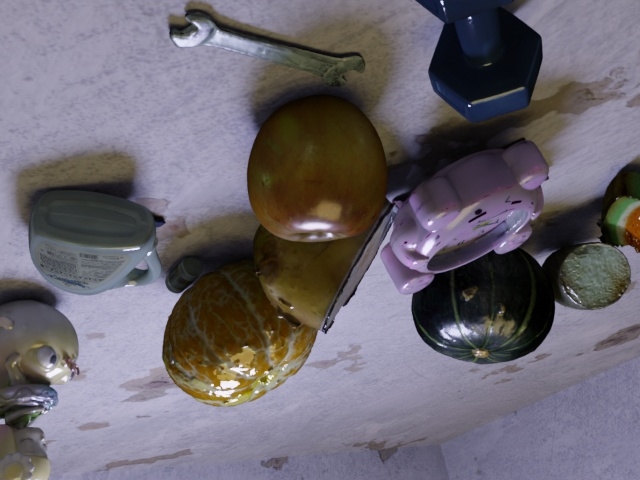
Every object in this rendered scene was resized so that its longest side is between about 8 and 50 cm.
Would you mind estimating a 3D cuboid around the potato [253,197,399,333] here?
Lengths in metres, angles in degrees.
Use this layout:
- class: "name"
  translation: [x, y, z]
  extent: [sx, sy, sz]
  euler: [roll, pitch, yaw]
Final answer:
- class: "potato"
  translation: [0.000, 0.000, 1.567]
  extent: [0.299, 0.196, 0.246]
  euler: [-48, 167, -51]

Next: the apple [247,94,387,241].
- class: "apple"
  translation: [0.000, -0.107, 1.346]
  extent: [0.237, 0.207, 0.237]
  euler: [0, 170, 0]

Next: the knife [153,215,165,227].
- class: "knife"
  translation: [-0.311, -0.038, 1.522]
  extent: [0.031, 0.018, 0.121]
  euler: [-29, 152, 26]

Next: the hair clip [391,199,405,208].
- class: "hair clip"
  translation: [0.205, -0.076, 1.704]
  extent: [0.137, 0.022, 0.054]
  euler: [-13, 153, 0]

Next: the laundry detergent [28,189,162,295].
- class: "laundry detergent"
  translation: [-0.376, 0.027, 1.496]
  extent: [0.215, 0.105, 0.280]
  euler: [7, 151, -6]

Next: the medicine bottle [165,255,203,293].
- class: "medicine bottle"
  translation: [-0.269, 0.069, 1.743]
  extent: [0.047, 0.047, 0.083]
  euler: [4, 150, -34]

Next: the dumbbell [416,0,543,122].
- class: "dumbbell"
  translation: [0.193, -0.281, 1.099]
  extent: [0.144, 0.160, 0.325]
  euler: [12, 163, 22]

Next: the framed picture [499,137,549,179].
- class: "framed picture"
  translation: [0.348, -0.128, 1.664]
  extent: [0.128, 0.023, 0.168]
  euler: [-22, 155, 20]

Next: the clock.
- class: "clock"
  translation: [0.260, -0.042, 1.581]
  extent: [0.296, 0.113, 0.322]
  euler: [-22, 159, -13]

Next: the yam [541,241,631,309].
- class: "yam"
  translation: [0.594, 0.080, 1.999]
  extent: [0.161, 0.161, 0.268]
  euler: [-15, 175, 3]

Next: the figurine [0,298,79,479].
- class: "figurine"
  translation: [-0.595, 0.315, 1.694]
  extent: [0.275, 0.394, 0.226]
  euler: [-12, 157, 6]

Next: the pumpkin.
- class: "pumpkin"
  translation: [0.364, 0.147, 1.990]
  extent: [0.323, 0.241, 0.323]
  euler: [-2, 152, -1]

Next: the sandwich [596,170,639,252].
- class: "sandwich"
  translation: [0.737, -0.060, 1.829]
  extent: [0.301, 0.162, 0.250]
  euler: [20, 163, 24]

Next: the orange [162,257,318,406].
- class: "orange"
  translation: [-0.159, 0.180, 1.768]
  extent: [0.329, 0.249, 0.329]
  euler: [-34, 155, -18]

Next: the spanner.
- class: "spanner"
  translation: [-0.061, -0.252, 1.183]
  extent: [0.302, 0.017, 0.071]
  euler: [7, 148, -39]
